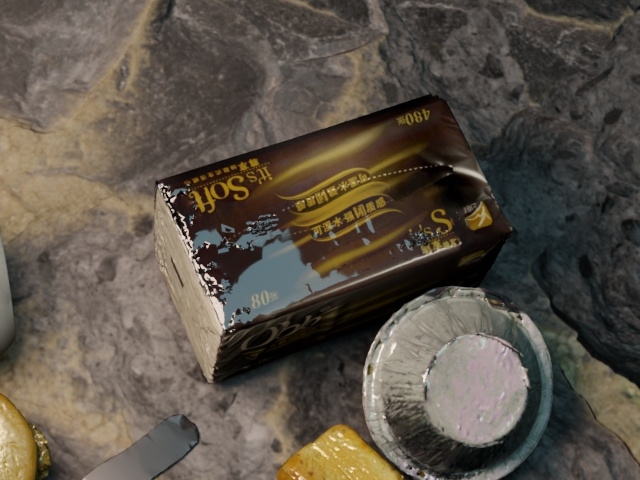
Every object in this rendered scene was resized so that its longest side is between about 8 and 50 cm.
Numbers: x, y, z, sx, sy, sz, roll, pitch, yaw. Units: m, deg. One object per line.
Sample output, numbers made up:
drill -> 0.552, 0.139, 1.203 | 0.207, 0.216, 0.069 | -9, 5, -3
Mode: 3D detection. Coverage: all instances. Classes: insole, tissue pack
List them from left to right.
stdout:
insole -> -0.212, 0.261, 1.667 | 0.188, 0.004, 0.064 | -39, 75, -23
tissue pack -> 0.000, 0.000, 1.720 | 0.370, 0.198, 0.210 | -20, 73, -17

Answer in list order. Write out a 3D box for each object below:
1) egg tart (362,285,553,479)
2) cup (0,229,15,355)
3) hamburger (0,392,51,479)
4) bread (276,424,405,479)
egg tart -> 0.161, 0.167, 1.685 | 0.234, 0.094, 0.234 | 0, 89, -15
cup -> -0.496, 0.059, 1.615 | 0.312, 0.205, 0.205 | -9, 65, -13
hamburger -> -0.396, 0.246, 1.585 | 0.215, 0.122, 0.189 | 9, 69, -8
bread -> 0.054, 0.296, 1.621 | 0.114, 0.083, 0.211 | -30, 55, -30
